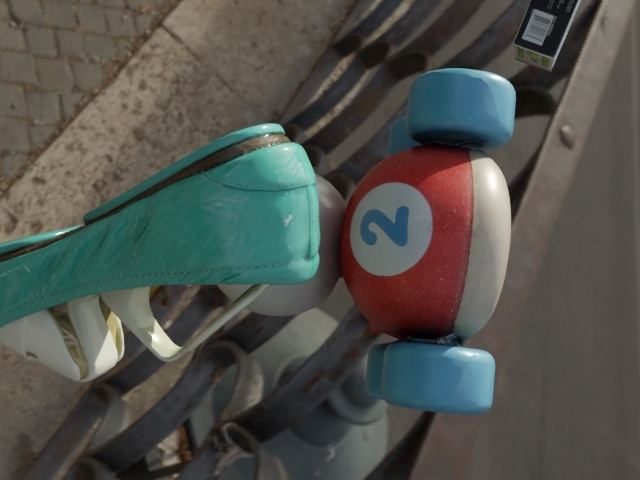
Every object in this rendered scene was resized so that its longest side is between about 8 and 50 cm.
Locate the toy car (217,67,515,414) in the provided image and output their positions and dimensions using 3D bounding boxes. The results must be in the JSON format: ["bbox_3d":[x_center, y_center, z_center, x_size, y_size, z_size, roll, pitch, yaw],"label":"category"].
[{"bbox_3d":[0.000,0.000,0.642,0.238,0.210,0.219,6,82,-2],"label":"toy car"}]

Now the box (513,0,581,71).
[{"bbox_3d":[0.216,-0.247,0.743,0.036,0.207,0.114,23,10,10],"label":"box"}]

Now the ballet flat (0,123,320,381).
[{"bbox_3d":[-0.104,0.023,0.438,0.083,0.247,0.087,-14,87,-60],"label":"ballet flat"}]
